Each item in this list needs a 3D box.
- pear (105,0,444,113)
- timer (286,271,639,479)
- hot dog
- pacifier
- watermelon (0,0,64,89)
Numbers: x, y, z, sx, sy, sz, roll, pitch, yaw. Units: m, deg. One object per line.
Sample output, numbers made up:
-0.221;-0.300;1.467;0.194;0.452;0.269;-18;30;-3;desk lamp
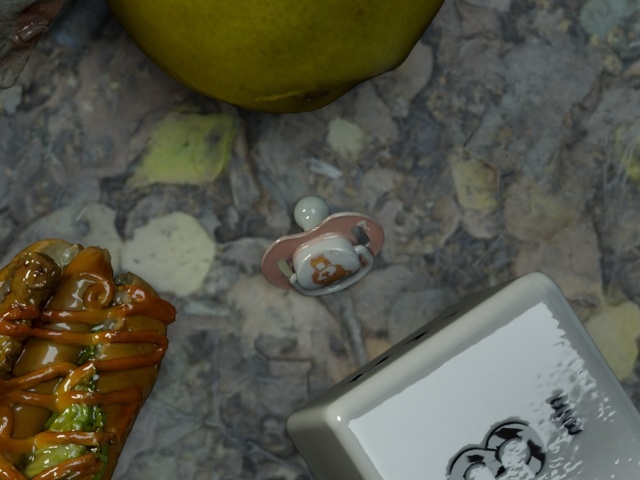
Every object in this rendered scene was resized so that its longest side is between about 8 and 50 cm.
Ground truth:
-0.036;-0.262;1.338;0.284;0.285;0.336;-19;129;-12;pear
0.114;0.158;1.370;0.195;0.194;0.192;-33;90;-13;timer
-0.227;0.163;1.345;0.158;0.117;0.349;28;78;-7;hot dog
0.000;0.000;1.444;0.099;0.081;0.078;-24;53;8;pacifier
-0.275;-0.228;1.291;0.193;0.310;0.232;10;90;-32;watermelon
